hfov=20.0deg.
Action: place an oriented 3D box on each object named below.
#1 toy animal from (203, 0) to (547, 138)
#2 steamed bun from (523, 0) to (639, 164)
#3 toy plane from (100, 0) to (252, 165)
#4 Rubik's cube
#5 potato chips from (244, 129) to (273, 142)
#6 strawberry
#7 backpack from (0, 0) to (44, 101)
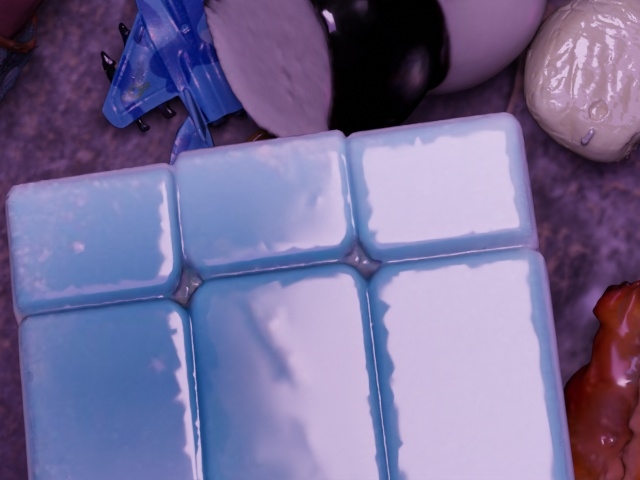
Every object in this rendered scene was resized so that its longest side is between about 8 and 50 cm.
[{"bbox_3d":[0.052,-0.170,1.287,0.235,0.187,0.165,-32,90,-28],"label":"toy animal"},{"bbox_3d":[0.207,-0.125,1.338,0.112,0.091,0.130,32,91,-2],"label":"steamed bun"},{"bbox_3d":[-0.110,-0.179,1.363,0.169,0.078,0.246,-24,96,5],"label":"toy plane"},{"bbox_3d":[-0.003,0.123,1.169,0.316,0.319,0.322,-6,78,5],"label":"Rubik's cube"},{"bbox_3d":[0.000,0.000,1.374,0.150,0.049,0.202,-7,104,0],"label":"potato chips"},{"bbox_3d":[0.254,0.183,1.308,0.150,0.253,0.280,9,63,-35],"label":"strawberry"},{"bbox_3d":[-0.285,-0.259,1.311,0.283,0.197,0.317,42,107,5],"label":"backpack"}]
